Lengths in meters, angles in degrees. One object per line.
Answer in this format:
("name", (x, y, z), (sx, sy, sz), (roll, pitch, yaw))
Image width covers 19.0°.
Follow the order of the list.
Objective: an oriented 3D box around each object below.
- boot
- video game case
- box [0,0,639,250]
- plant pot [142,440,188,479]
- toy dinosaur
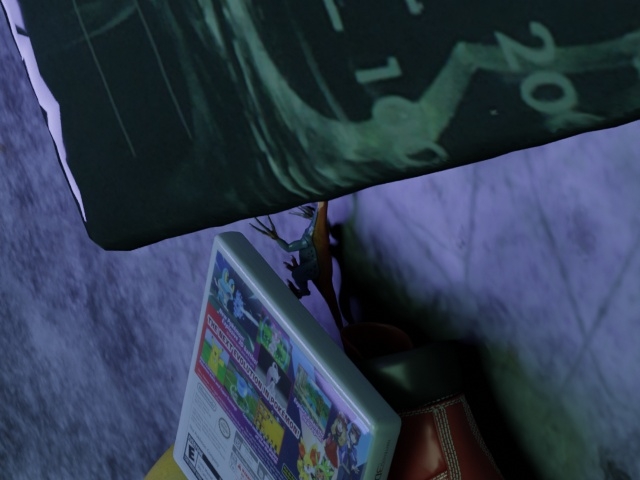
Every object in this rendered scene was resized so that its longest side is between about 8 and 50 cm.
("boot", (0.030, 0.147, 1.186), (0.244, 0.088, 0.176), (-34, 75, 55))
("video game case", (-0.026, 0.123, 1.176), (0.201, 0.023, 0.183), (48, 136, 43))
("box", (0.096, -0.288, 0.433), (0.472, 0.297, 0.480), (-14, 99, 50))
("plant pot", (-0.079, 0.196, 1.365), (0.134, 0.095, 0.134), (34, 134, 43))
("toy dinosaur", (0.000, 0.000, 1.199), (0.090, 0.047, 0.082), (33, 136, -5))
